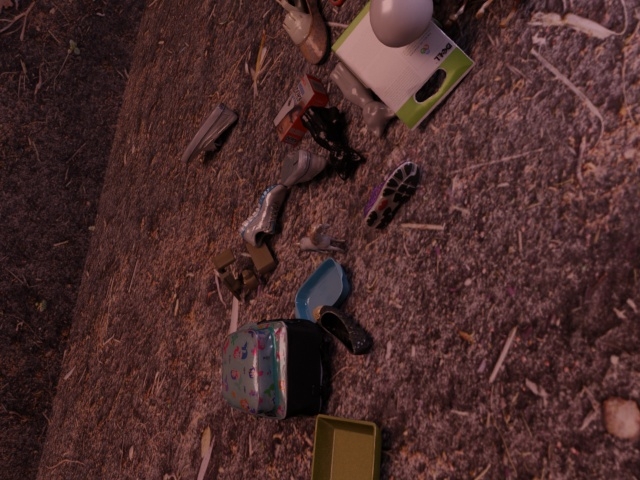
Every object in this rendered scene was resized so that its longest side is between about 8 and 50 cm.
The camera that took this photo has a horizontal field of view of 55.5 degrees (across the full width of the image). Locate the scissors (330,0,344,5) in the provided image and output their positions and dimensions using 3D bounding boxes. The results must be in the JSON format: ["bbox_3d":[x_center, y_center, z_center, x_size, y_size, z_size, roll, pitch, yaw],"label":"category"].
[{"bbox_3d":[0.023,-0.767,1.634,0.109,0.021,0.297,-39,63,44],"label":"scissors"}]

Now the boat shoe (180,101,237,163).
[{"bbox_3d":[-0.373,-0.343,2.038,0.267,0.088,0.096,-47,20,27],"label":"boat shoe"}]

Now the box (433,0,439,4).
[{"bbox_3d":[0.231,-0.623,1.336,0.136,0.036,0.226,14,88,55],"label":"box"}]

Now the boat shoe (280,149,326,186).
[{"bbox_3d":[-0.045,-0.175,1.528,0.226,0.075,0.083,-172,91,-75],"label":"boat shoe"}]

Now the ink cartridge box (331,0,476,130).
[{"bbox_3d":[0.178,-0.379,1.266,0.255,0.097,0.189,49,114,11],"label":"ink cartridge box"}]

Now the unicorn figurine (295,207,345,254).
[{"bbox_3d":[0.000,0.000,1.366,0.162,0.111,0.060,-32,53,45],"label":"unicorn figurine"}]

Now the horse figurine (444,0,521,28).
[{"bbox_3d":[0.318,-0.483,1.129,0.175,0.066,0.263,-63,28,5],"label":"horse figurine"}]

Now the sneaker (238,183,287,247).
[{"bbox_3d":[-0.137,-0.062,1.624,0.083,0.071,0.191,44,107,33],"label":"sneaker"}]

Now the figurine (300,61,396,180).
[{"bbox_3d":[0.070,-0.277,1.406,0.215,0.092,0.210,-51,50,30],"label":"figurine"}]

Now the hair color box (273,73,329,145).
[{"bbox_3d":[-0.054,-0.346,1.620,0.167,0.053,0.093,-51,42,33],"label":"hair color box"}]

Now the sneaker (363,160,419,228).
[{"bbox_3d":[0.136,-0.103,1.256,0.170,0.068,0.071,-52,35,31],"label":"sneaker"}]

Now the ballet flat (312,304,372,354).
[{"bbox_3d":[0.038,0.183,1.275,0.173,0.049,0.058,30,116,43],"label":"ballet flat"}]

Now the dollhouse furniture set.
[{"bbox_3d":[-0.188,0.088,1.674,0.151,0.123,0.144,-32,44,0],"label":"dollhouse furniture set"}]

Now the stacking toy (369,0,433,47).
[{"bbox_3d":[0.187,-0.593,1.111,0.350,0.350,0.480,27,101,55],"label":"stacking toy"}]

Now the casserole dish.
[{"bbox_3d":[0.006,0.124,1.380,0.188,0.037,0.114,-50,42,31],"label":"casserole dish"}]

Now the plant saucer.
[{"bbox_3d":[0.056,0.444,1.185,0.188,0.045,0.189,-12,69,52],"label":"plant saucer"}]

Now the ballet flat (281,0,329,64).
[{"bbox_3d":[-0.056,-0.611,1.672,0.107,0.106,0.316,-42,47,38],"label":"ballet flat"}]

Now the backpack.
[{"bbox_3d":[-0.119,0.288,1.372,0.253,0.191,0.225,-14,75,60],"label":"backpack"}]
